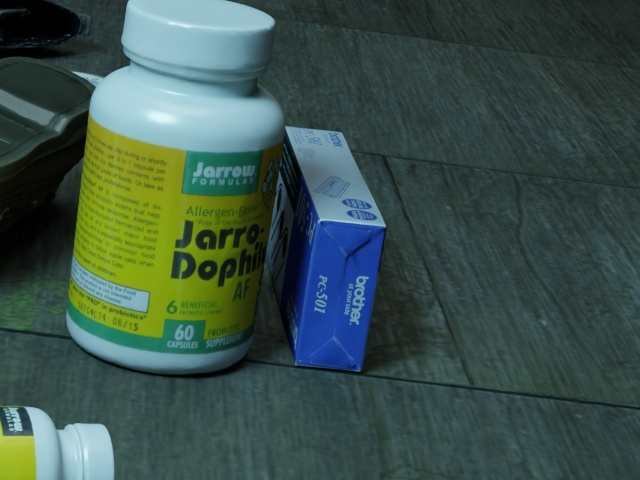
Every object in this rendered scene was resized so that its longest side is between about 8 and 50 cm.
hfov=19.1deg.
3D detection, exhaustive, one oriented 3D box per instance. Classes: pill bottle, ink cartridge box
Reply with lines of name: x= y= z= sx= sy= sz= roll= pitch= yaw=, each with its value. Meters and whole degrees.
pill bottle: x=-0.084 y=-0.036 z=1.134 sx=0.118 sy=0.208 sz=0.117 roll=8 pitch=18 yaw=-3
pill bottle: x=-0.159 y=0.110 z=0.893 sx=0.116 sy=0.065 sz=0.065 roll=2 pitch=20 yaw=-22
ink cartridge box: x=0.000 y=0.000 z=1.246 sx=0.046 sy=0.097 sz=0.207 roll=6 pitch=19 yaw=-10

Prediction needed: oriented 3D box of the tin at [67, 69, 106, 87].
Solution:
tin: x=-0.248 y=-0.117 z=1.577 sx=0.190 sy=0.040 sz=0.106 roll=4 pitch=15 yaw=-16

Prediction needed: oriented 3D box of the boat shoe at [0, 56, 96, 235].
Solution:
boat shoe: x=-0.237 y=-0.038 z=1.243 sx=0.111 sy=0.104 sz=0.307 roll=28 pitch=21 yaw=16

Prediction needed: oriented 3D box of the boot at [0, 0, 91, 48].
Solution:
boot: x=-0.372 y=-0.232 z=1.769 sx=0.263 sy=0.091 sz=0.229 roll=-7 pitch=23 yaw=-45
